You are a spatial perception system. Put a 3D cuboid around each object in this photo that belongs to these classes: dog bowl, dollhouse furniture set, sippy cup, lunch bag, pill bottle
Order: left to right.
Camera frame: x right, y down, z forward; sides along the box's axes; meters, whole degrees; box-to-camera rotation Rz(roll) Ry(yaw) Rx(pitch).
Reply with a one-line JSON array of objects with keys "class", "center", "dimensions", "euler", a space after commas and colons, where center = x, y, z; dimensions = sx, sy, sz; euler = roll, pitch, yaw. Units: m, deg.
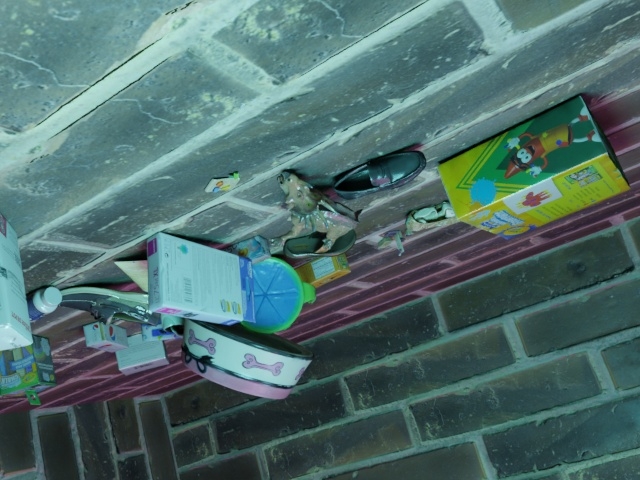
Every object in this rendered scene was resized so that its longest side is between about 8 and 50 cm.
[{"class": "pill bottle", "center": [-0.729, 0.164, 1.713], "dimensions": [0.120, 0.067, 0.067], "euler": [-26, 161, 32]}, {"class": "lunch bag", "center": [-0.488, 0.287, 2.224], "dimensions": [0.219, 0.090, 0.176], "euler": [-6, -177, 4]}, {"class": "dog bowl", "center": [-0.233, 0.343, 1.966], "dimensions": [0.408, 0.150, 0.408], "euler": [20, 177, 1]}, {"class": "sippy cup", "center": [-0.187, 0.178, 2.053], "dimensions": [0.305, 0.240, 0.224], "euler": [32, 165, -7]}, {"class": "dollhouse furniture set", "center": [0.251, 0.023, 2.174], "dimensions": [0.091, 0.081, 0.114], "euler": [-8, 162, -26]}]

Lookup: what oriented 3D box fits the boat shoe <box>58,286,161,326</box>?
[{"class": "boat shoe", "center": [-0.577, 0.186, 1.798], "dimensions": [0.285, 0.092, 0.103], "euler": [7, 158, -18]}]

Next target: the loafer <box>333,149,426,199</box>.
[{"class": "loafer", "center": [0.133, -0.148, 1.501], "dimensions": [0.223, 0.076, 0.078], "euler": [-20, 172, 24]}]

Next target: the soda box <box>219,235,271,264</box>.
[{"class": "soda box", "center": [-0.233, 0.047, 1.825], "dimensions": [0.183, 0.058, 0.063], "euler": [-21, 163, 14]}]

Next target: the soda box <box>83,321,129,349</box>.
[{"class": "soda box", "center": [-0.733, 0.332, 2.255], "dimensions": [0.069, 0.074, 0.216], "euler": [-16, 164, 1]}]

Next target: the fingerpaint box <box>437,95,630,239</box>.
[{"class": "fingerpaint box", "center": [0.566, -0.166, 1.709], "dimensions": [0.371, 0.163, 0.445], "euler": [-26, 161, 27]}]

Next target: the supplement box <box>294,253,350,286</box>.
[{"class": "supplement box", "center": [-0.017, 0.113, 2.225], "dimensions": [0.233, 0.080, 0.078], "euler": [-24, 163, 29]}]

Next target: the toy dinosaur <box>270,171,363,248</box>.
[{"class": "toy dinosaur", "center": [0.012, -0.059, 1.530], "dimensions": [0.295, 0.127, 0.200], "euler": [7, 162, -33]}]

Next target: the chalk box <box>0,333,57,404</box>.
[{"class": "chalk box", "center": [-0.946, 0.427, 2.112], "dimensions": [0.132, 0.213, 0.132], "euler": [-16, 164, -1]}]

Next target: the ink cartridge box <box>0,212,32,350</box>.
[{"class": "ink cartridge box", "center": [-0.618, 0.075, 1.218], "dimensions": [0.100, 0.237, 0.172], "euler": [-12, 163, -14]}]

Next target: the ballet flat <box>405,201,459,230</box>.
[{"class": "ballet flat", "center": [0.355, -0.079, 1.973], "dimensions": [0.206, 0.073, 0.067], "euler": [-18, 150, -7]}]

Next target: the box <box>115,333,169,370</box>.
[{"class": "box", "center": [-0.696, 0.438, 2.562], "dimensions": [0.181, 0.119, 0.182], "euler": [-13, 164, -12]}]

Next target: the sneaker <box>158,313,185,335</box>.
[{"class": "sneaker", "center": [-0.440, 0.235, 2.083], "dimensions": [0.094, 0.151, 0.256], "euler": [-23, 164, 16]}]

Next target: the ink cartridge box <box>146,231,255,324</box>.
[{"class": "ink cartridge box", "center": [-0.292, 0.107, 1.646], "dimensions": [0.065, 0.186, 0.311], "euler": [-24, 152, 35]}]

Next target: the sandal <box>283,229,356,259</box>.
[{"class": "sandal", "center": [0.000, 0.000, 1.894], "dimensions": [0.219, 0.090, 0.060], "euler": [-6, 141, -9]}]

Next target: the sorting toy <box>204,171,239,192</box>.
[{"class": "sorting toy", "center": [-0.202, -0.121, 1.377], "dimensions": [0.062, 0.012, 0.083], "euler": [-6, 161, -31]}]

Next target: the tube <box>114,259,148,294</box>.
[{"class": "tube", "center": [-0.468, 0.091, 1.751], "dimensions": [0.070, 0.062, 0.240], "euler": [-43, 166, -13]}]
